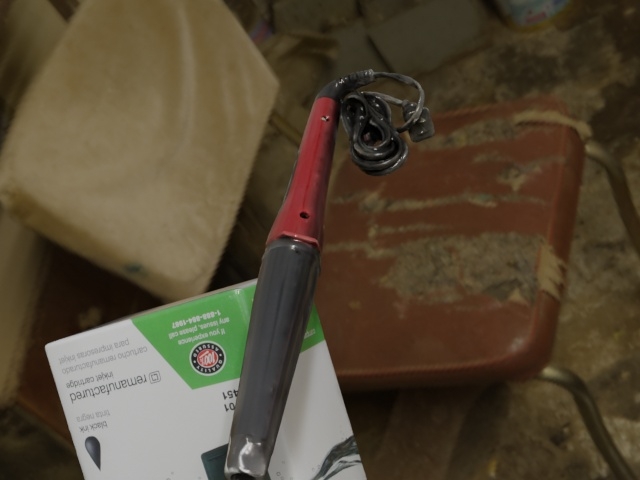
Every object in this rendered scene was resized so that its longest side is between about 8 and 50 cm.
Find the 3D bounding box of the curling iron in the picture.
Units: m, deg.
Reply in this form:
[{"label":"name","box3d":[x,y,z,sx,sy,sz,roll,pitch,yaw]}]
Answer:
[{"label":"curling iron","box3d":[0.000,0.000,0.536,0.068,0.035,0.274,-1,42,23]}]

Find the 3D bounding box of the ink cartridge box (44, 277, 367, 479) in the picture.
[{"label":"ink cartridge box","box3d":[-0.060,0.138,0.668,0.153,0.209,0.087,-17,0,26]}]
